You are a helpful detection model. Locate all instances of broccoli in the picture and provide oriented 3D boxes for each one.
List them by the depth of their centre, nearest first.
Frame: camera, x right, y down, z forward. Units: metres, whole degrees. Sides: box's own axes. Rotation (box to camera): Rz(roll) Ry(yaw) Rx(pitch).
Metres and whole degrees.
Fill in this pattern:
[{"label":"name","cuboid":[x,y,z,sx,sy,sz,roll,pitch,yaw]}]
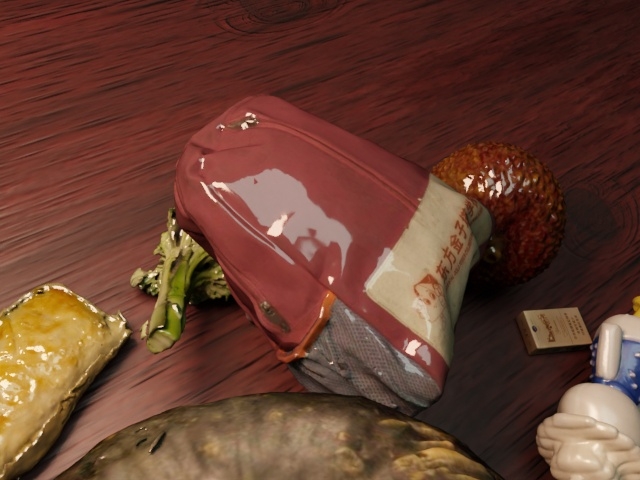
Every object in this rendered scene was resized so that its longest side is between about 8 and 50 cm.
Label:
[{"label":"broccoli","cuboid":[-0.143,0.047,0.667,0.122,0.118,0.204,20,28,-6]}]

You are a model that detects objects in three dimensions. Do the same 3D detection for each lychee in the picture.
[{"label":"lychee","cuboid":[0.209,-0.032,0.798,0.194,0.194,0.195,7,55,-10]}]

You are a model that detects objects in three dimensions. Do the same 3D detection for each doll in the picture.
[{"label":"doll","cuboid":[0.336,0.179,0.729,0.293,0.119,0.138,-46,118,-38]}]

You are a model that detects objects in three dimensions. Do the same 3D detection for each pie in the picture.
[{"label":"pie","cuboid":[-0.303,0.151,0.607,0.128,0.068,0.282,30,50,6]}]

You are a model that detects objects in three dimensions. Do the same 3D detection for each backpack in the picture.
[{"label":"backpack","cuboid":[0.000,0.000,0.634,0.317,0.197,0.283,35,39,-3]}]

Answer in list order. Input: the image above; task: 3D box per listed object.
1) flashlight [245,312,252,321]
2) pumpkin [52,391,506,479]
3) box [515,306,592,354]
[{"label":"flashlight","cuboid":[-0.037,0.066,0.752,0.110,0.031,0.052,-22,65,-26]},{"label":"pumpkin","cuboid":[-0.026,0.314,0.396,0.453,0.344,0.455,1,39,-1]},{"label":"box","cuboid":[0.297,0.115,0.812,0.083,0.024,0.053,-2,57,-14]}]
